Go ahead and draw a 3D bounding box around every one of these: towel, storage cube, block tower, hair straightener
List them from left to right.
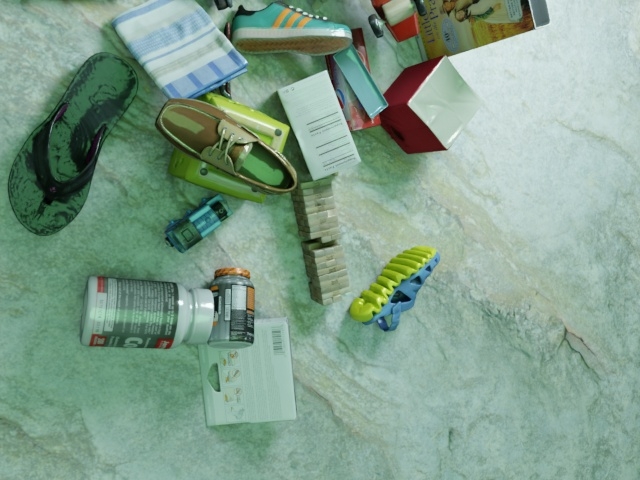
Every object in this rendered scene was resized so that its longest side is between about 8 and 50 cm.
[{"bbox_3d":[-0.325,-0.454,1.327,0.209,0.034,0.285,-33,76,-17],"label":"towel"},{"bbox_3d":[-0.267,-0.425,1.433,0.089,0.047,0.230,-3,101,-21],"label":"hair straightener"},{"bbox_3d":[0.000,0.000,1.567,0.091,0.097,0.335,-15,103,-23],"label":"block tower"},{"bbox_3d":[0.294,-0.370,1.608,0.184,0.193,0.215,43,76,-22],"label":"storage cube"}]

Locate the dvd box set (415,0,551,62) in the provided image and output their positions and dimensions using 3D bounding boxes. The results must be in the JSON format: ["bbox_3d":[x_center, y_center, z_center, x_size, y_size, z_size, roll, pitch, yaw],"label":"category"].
[{"bbox_3d":[0.379,-0.652,1.493,0.062,0.420,0.307,-24,106,-24],"label":"dvd box set"}]

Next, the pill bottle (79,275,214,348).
[{"bbox_3d":[-0.407,0.174,1.358,0.284,0.161,0.161,7,92,-25],"label":"pill bottle"}]

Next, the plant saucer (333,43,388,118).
[{"bbox_3d":[0.105,-0.419,1.520,0.067,0.018,0.192,-40,108,-15],"label":"plant saucer"}]

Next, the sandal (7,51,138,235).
[{"bbox_3d":[-0.555,-0.222,1.279,0.168,0.107,0.445,26,84,-24],"label":"sandal"}]

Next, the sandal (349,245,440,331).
[{"bbox_3d":[0.232,0.145,1.679,0.317,0.126,0.138,-43,114,-6],"label":"sandal"}]

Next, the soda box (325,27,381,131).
[{"bbox_3d":[0.084,-0.432,1.565,0.092,0.083,0.263,-17,103,-22],"label":"soda box"}]

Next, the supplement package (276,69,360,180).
[{"bbox_3d":[-0.007,-0.297,1.490,0.134,0.139,0.243,-22,106,1],"label":"supplement package"}]

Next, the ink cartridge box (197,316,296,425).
[{"bbox_3d":[-0.193,0.350,1.533,0.239,0.060,0.274,-5,98,1],"label":"ink cartridge box"}]

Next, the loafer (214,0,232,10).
[{"bbox_3d":[-0.311,-0.680,1.362,0.095,0.109,0.302,-26,100,0],"label":"loafer"}]

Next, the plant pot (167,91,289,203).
[{"bbox_3d":[-0.210,-0.216,1.367,0.227,0.207,0.228,17,96,-25],"label":"plant pot"}]

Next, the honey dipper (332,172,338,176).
[{"bbox_3d":[0.032,-0.257,1.590,0.031,0.030,0.160,-16,104,-23],"label":"honey dipper"}]

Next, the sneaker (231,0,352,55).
[{"bbox_3d":[-0.071,-0.539,1.436,0.303,0.108,0.120,0,80,-4],"label":"sneaker"}]

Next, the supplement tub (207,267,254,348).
[{"bbox_3d":[-0.223,0.171,1.444,0.117,0.117,0.190,8,68,-25],"label":"supplement tub"}]

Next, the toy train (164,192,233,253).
[{"bbox_3d":[-0.299,-0.043,1.416,0.184,0.105,0.080,-37,109,-17],"label":"toy train"}]

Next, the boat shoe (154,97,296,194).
[{"bbox_3d":[-0.180,-0.193,1.203,0.324,0.120,0.122,25,93,-26],"label":"boat shoe"}]

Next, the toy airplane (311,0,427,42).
[{"bbox_3d":[0.121,-0.722,1.408,0.387,0.272,0.384,15,125,-9],"label":"toy airplane"}]
